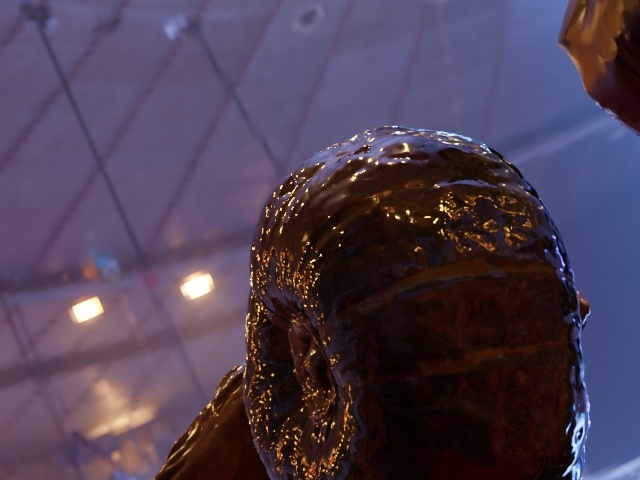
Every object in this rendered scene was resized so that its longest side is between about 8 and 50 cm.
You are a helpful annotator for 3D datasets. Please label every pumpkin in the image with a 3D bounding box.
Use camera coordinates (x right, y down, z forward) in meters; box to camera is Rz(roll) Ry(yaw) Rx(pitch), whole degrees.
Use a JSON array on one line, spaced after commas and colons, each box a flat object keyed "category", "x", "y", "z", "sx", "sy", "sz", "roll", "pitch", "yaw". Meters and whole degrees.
[{"category": "pumpkin", "x": 0.053, "y": 0.050, "z": 0.915, "sx": 0.162, "sy": 0.219, "sz": 0.219, "roll": -10, "pitch": -24, "yaw": -19}]

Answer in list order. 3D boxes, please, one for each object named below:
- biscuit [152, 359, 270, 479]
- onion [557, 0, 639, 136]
[{"category": "biscuit", "x": -0.041, "y": 0.251, "z": 1.440, "sx": 0.262, "sy": 0.052, "sz": 0.277, "roll": -48, "pitch": -54, "yaw": -17}, {"category": "onion", "x": 0.484, "y": -0.243, "z": 1.980, "sx": 0.398, "sy": 0.420, "sz": 0.398, "roll": -55, "pitch": 12, "yaw": 18}]
